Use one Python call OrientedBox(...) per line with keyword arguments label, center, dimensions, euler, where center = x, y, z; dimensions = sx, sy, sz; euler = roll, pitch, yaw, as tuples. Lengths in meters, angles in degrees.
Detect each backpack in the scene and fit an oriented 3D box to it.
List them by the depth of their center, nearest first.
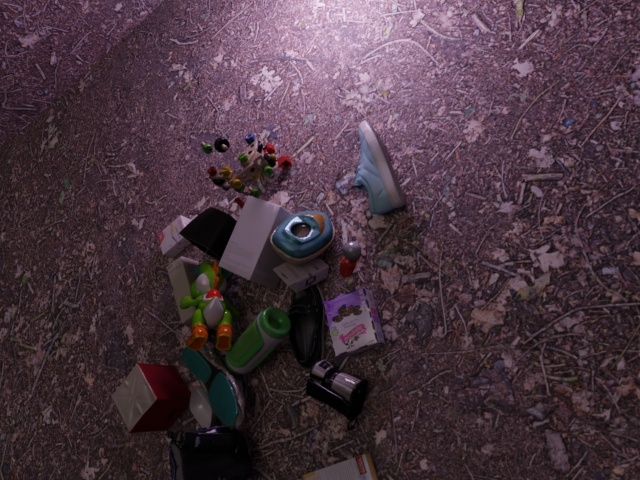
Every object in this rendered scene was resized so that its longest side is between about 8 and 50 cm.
OrientedBox(label="backpack", center=(-0.371, 0.769, 1.668), dimensions=(0.263, 0.213, 0.277), euler=(-9, 69, -14))

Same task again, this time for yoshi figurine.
OrientedBox(label="yoshi figurine", center=(-0.420, 0.250, 1.835), dimensions=(0.203, 0.203, 0.362), euler=(-23, 48, 13))

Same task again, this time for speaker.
OrientedBox(label="speaker", center=(-0.226, 0.361, 1.726), dimensions=(0.296, 0.131, 0.131), euler=(-48, 55, 34))

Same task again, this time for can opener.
OrientedBox(label="can opener", center=(-0.417, 0.385, 1.919), dimensions=(0.186, 0.073, 0.059), euler=(31, 84, 24))

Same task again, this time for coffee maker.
OrientedBox(label="coffee maker", center=(0.044, 0.498, 1.582), dimensions=(0.178, 0.120, 0.171), euler=(18, 85, 33))

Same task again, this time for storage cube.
OrientedBox(label="storage cube", center=(-0.656, 0.614, 1.903), dimensions=(0.184, 0.193, 0.215), euler=(-50, 57, 8))

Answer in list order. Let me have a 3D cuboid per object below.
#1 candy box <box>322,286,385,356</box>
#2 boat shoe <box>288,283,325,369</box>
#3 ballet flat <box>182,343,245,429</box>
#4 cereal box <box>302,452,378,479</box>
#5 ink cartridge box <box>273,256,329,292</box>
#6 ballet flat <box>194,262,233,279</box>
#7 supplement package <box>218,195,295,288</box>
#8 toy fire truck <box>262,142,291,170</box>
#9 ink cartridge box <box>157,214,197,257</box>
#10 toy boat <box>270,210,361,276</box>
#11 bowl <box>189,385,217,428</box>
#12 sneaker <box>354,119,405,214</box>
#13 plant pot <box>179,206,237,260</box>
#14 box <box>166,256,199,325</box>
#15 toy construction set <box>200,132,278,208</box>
OrientedBox(label="candy box", center=(0.111, 0.277, 1.640), dimensions=(0.164, 0.070, 0.196), euler=(-24, 64, 22))
OrientedBox(label="boat shoe", center=(-0.062, 0.279, 1.713), dimensions=(0.127, 0.113, 0.340), euler=(-10, 70, 27))
OrientedBox(label="ballet flat", center=(-0.365, 0.510, 1.798), dimensions=(0.409, 0.147, 0.147), euler=(41, 97, 37))
OrientedBox(label="cereal box", center=(0.073, 0.786, 1.518), dimensions=(0.240, 0.047, 0.173), euler=(-27, 63, 20))
OrientedBox(label="ink cartridge box", center=(-0.072, 0.117, 1.737), dimensions=(0.104, 0.180, 0.060), euler=(42, 141, 33))
OrientedBox(label="ballet flat", center=(-0.422, 0.129, 1.992), dimensions=(0.203, 0.074, 0.074), euler=(1, 75, 29))
OrientedBox(label="supplement package", center=(-0.220, 0.008, 1.851), dimensions=(0.177, 0.175, 0.293), euler=(21, 86, 35))
OrientedBox(label="toy fire truck", center=(-0.223, -0.330, 2.034), dimensions=(0.192, 0.047, 0.135), euler=(-29, 65, 21))
OrientedBox(label="ink cartridge box", center=(-0.623, -0.028, 2.157), dimensions=(0.198, 0.067, 0.115), euler=(-37, 60, 15))
OrientedBox(label="toy boat", center=(0.000, 0.000, 1.713), dimensions=(0.318, 0.148, 0.267), euler=(31, 47, 16))
OrientedBox(label="bowl", center=(-0.430, 0.626, 1.830), dimensions=(0.142, 0.053, 0.142), euler=(39, 128, 34))
OrientedBox(label="sneaker", center=(0.172, -0.260, 1.734), dimensions=(0.150, 0.135, 0.366), euler=(-24, 63, 18))
OrientedBox(label="plant pot", center=(-0.421, -0.026, 1.984), dimensions=(0.188, 0.187, 0.167), euler=(22, 73, 33))
OrientedBox(label="box", center=(-0.538, 0.210, 2.010), dimensions=(0.094, 0.113, 0.275), euler=(-34, 60, 18))
OrientedBox(label="toy construction set", center=(-0.280, -0.239, 1.890), dimensions=(0.257, 0.309, 0.237), euler=(-24, 41, -26))
